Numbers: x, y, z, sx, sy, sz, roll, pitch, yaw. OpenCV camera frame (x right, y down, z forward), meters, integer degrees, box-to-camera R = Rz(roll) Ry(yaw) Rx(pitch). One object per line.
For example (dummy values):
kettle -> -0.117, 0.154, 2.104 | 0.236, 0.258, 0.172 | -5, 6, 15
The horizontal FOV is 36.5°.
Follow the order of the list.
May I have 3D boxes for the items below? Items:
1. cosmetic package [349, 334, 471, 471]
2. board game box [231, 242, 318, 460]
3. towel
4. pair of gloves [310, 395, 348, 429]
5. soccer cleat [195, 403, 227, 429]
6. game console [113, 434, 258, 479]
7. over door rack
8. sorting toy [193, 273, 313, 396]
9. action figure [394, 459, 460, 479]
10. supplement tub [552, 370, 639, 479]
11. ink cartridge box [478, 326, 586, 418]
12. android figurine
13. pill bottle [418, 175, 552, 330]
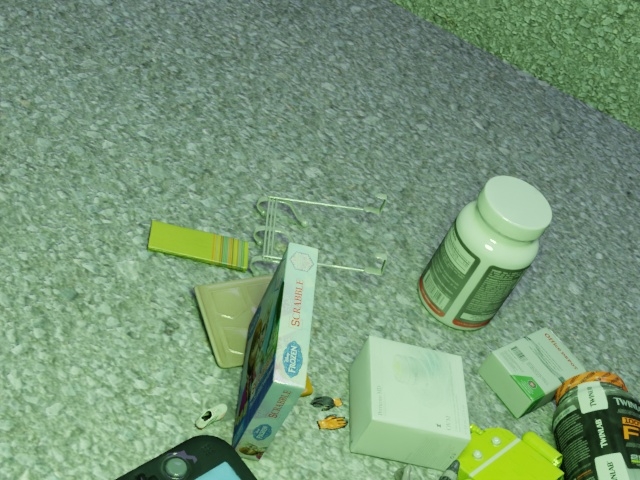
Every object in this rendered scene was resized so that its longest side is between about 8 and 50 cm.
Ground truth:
cosmetic package -> 0.187, 0.348, 2.082 | 0.224, 0.138, 0.224 | 13, 43, -12
board game box -> -0.092, 0.222, 1.912 | 0.066, 0.319, 0.318 | 15, 49, -11
towel -> -0.285, 0.014, 2.279 | 0.237, 0.021, 0.102 | 13, 38, -12
pair of gloves -> 0.020, 0.368, 2.075 | 0.074, 0.010, 0.083 | 1, 47, -25
soccer cleat -> -0.218, 0.351, 1.957 | 0.029, 0.035, 0.083 | 44, 45, 19
game console -> -0.217, 0.555, 1.736 | 0.342, 0.060, 0.386 | -21, 59, -40
over door rack -> 0.000, 0.000, 2.342 | 0.324, 0.108, 0.239 | 0, 44, 2
sorting toy -> -0.137, 0.218, 2.135 | 0.229, 0.041, 0.307 | -6, 57, -27
action figure -> 0.141, 0.539, 1.846 | 0.341, 0.178, 0.330 | 37, 33, 9
supplement tub -> 0.627, 0.469, 2.122 | 0.207, 0.207, 0.338 | 12, 44, -15
ink cartridge box -> 0.505, 0.312, 2.308 | 0.208, 0.087, 0.153 | -16, 56, -36
android figurine -> 0.397, 0.491, 2.056 | 0.248, 0.056, 0.273 | -24, 47, -33
pill bottle -> 0.395, 0.033, 2.330 | 0.210, 0.363, 0.210 | 14, 43, -14
